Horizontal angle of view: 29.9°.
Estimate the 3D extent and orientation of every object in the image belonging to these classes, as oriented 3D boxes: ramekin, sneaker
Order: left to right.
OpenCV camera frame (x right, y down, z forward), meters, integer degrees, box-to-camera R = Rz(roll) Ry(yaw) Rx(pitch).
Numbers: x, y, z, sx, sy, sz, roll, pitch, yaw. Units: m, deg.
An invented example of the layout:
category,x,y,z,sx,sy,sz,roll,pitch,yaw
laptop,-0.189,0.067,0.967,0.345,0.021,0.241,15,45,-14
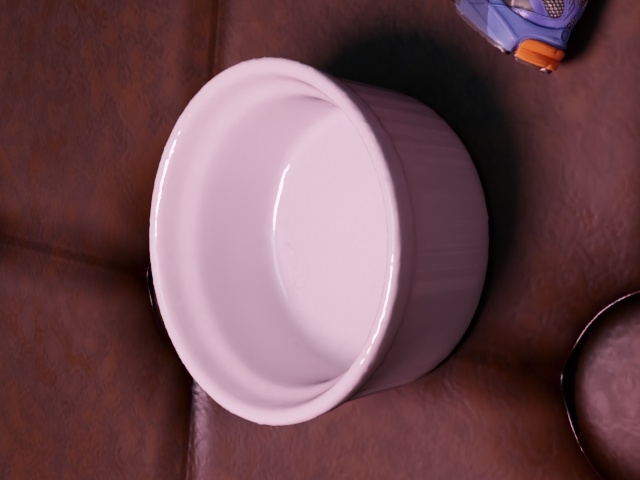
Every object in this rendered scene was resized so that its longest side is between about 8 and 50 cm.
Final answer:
category,x,y,z,sx,sy,sz,roll,pitch,yaw
ramekin,0.000,0.000,0.945,0.277,0.135,0.277,1,91,46
sneaker,0.116,-0.212,0.875,0.221,0.083,0.087,47,109,27
